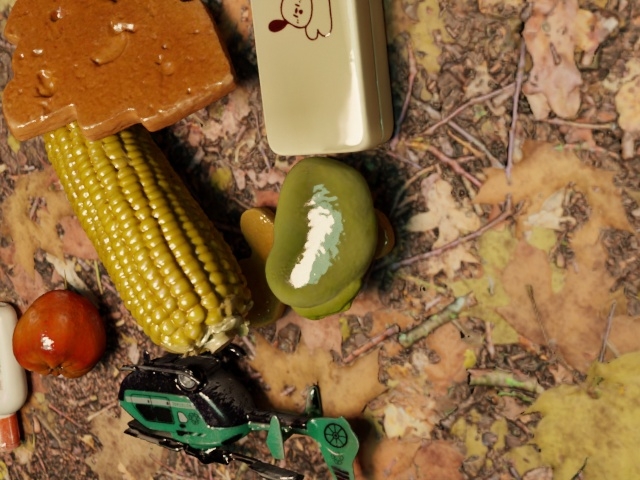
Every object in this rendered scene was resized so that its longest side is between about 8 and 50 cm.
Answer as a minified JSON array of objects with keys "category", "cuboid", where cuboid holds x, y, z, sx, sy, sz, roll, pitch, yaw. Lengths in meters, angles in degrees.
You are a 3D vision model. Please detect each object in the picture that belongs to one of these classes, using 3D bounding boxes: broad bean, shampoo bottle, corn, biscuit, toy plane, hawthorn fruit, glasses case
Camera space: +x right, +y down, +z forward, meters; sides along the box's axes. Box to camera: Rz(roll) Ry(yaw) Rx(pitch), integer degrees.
[{"category":"broad bean","cuboid":[0.000,0.000,1.067,0.124,0.082,0.174,22,111,21]},{"category":"shampoo bottle","cuboid":[-0.478,0.201,1.450,0.108,0.051,0.221,0,102,29]},{"category":"corn","cuboid":[-0.215,-0.024,1.175,0.387,0.144,0.144,52,121,22]},{"category":"biscuit","cuboid":[-0.026,0.016,1.153,0.240,0.035,0.158,-41,78,30]},{"category":"toy plane","cuboid":[-0.121,0.214,1.223,0.382,0.106,0.155,2,109,29]},{"category":"hawthorn fruit","cuboid":[-0.342,0.124,1.322,0.125,0.140,0.125,24,145,18]},{"category":"biscuit","cuboid":[-0.233,-0.221,1.157,0.306,0.043,0.284,20,77,16]},{"category":"glasses case","cuboid":[-0.004,-0.251,1.058,0.131,0.070,0.312,0,101,30]}]
